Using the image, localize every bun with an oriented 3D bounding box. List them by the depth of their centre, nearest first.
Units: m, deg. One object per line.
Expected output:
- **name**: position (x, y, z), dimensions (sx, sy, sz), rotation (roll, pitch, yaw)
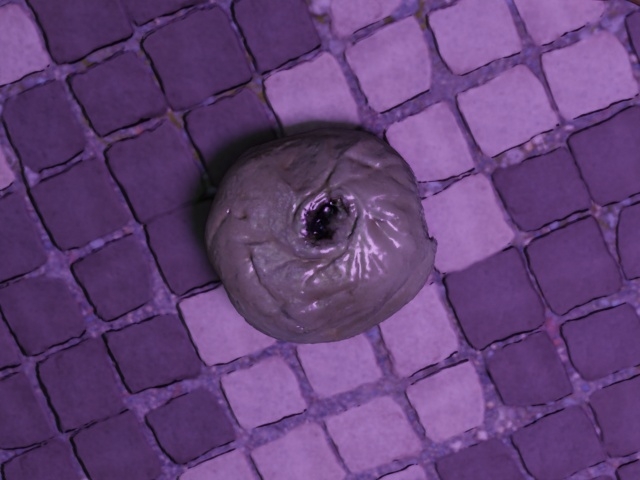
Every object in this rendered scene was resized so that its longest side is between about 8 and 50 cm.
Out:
- **bun**: position (-0.003, 0.001, 1.342), dimensions (0.221, 0.108, 0.221), rotation (1, 105, 2)

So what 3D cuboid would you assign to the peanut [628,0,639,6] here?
- **peanut**: position (0.322, -0.256, 1.275), dimensions (0.228, 0.085, 0.104), rotation (-1, 114, 1)
